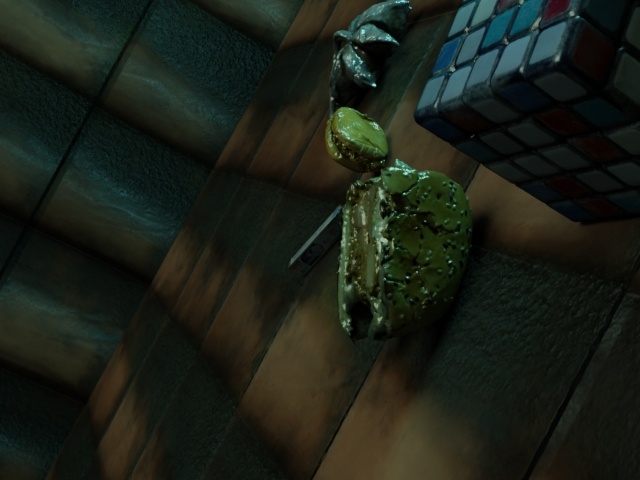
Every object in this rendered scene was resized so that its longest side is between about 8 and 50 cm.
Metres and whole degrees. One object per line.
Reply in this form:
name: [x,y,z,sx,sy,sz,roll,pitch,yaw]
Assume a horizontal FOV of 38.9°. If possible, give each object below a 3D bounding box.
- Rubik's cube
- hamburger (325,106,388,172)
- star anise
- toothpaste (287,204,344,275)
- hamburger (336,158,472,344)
Rubik's cube: [0.332,-0.217,1.060,0.292,0.293,0.287,-8,56,64]
hamburger: [0.077,-0.210,1.918,0.083,0.138,0.147,-51,28,37]
star anise: [0.099,-0.461,2.211,0.316,0.139,0.360,-55,19,35]
toothpaste: [0.000,0.000,1.957,0.196,0.047,0.040,-48,26,34]
hamburger: [0.135,0.018,1.416,0.167,0.192,0.288,163,107,-71]
